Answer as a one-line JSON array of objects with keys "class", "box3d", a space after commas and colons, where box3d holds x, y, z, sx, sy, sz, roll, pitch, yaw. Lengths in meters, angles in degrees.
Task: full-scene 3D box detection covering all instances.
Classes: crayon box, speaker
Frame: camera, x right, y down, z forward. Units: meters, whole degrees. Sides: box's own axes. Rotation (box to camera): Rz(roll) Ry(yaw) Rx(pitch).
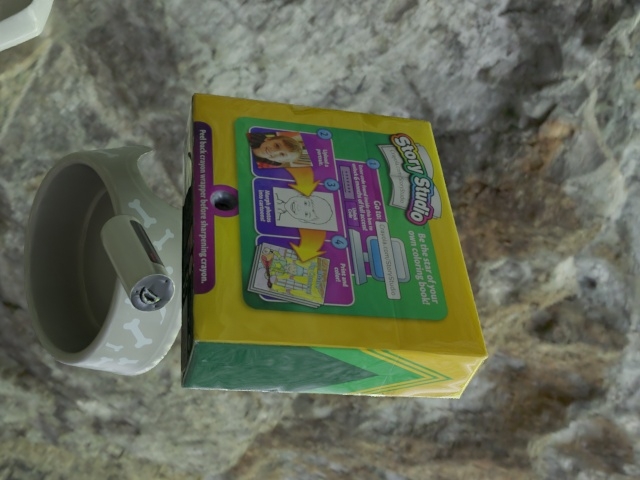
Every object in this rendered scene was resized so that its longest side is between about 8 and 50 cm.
[{"class": "crayon box", "box3d": [0.000, 0.000, 1.034, 0.312, 0.363, 0.106, 5, -40, -14]}, {"class": "speaker", "box3d": [-0.221, 0.026, 1.060, 0.136, 0.055, 0.055, 51, -17, 47]}]

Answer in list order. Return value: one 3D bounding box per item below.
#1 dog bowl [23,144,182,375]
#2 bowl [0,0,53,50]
[{"class": "dog bowl", "box3d": [-0.325, 0.027, 1.299, 0.102, 0.349, 0.348, 3, -18, -42]}, {"class": "bowl", "box3d": [-0.451, -0.331, 1.293, 0.141, 0.142, 0.053, -18, -46, 15]}]
